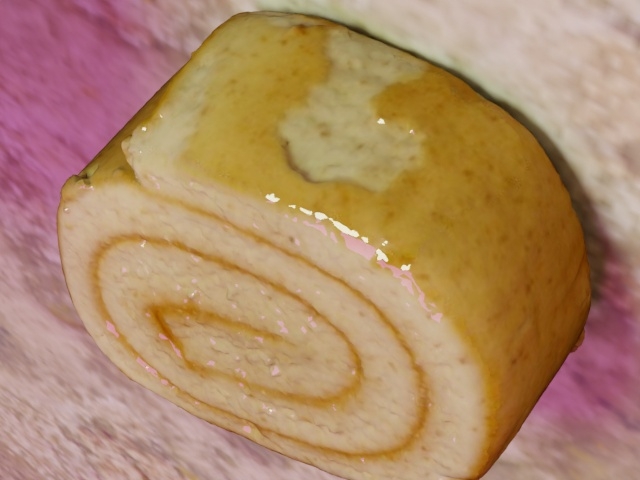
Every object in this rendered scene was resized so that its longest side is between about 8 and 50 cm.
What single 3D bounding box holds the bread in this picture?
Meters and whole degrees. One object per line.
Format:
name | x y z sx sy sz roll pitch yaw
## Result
bread | 0.000 0.000 0.485 0.149 0.073 0.122 20 141 29
